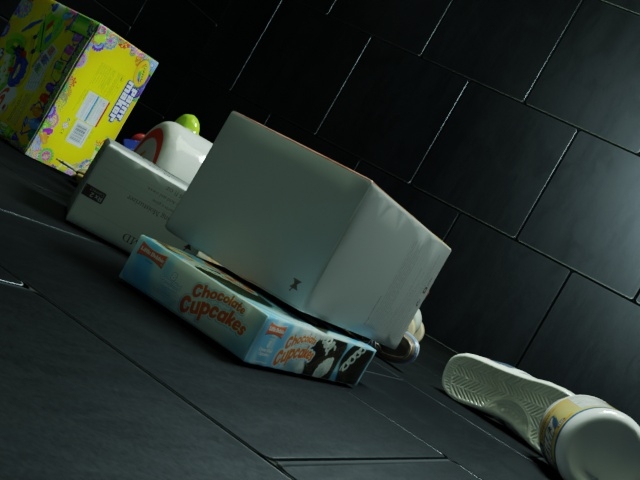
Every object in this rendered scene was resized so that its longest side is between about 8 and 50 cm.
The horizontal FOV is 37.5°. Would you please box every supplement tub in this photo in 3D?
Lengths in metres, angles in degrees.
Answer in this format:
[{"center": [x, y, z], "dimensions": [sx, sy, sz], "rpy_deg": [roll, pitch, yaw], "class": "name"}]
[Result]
[{"center": [0.439, 0.332, 1.546], "dimensions": [0.144, 0.144, 0.200], "rpy_deg": [30, 0, 1], "class": "supplement tub"}]

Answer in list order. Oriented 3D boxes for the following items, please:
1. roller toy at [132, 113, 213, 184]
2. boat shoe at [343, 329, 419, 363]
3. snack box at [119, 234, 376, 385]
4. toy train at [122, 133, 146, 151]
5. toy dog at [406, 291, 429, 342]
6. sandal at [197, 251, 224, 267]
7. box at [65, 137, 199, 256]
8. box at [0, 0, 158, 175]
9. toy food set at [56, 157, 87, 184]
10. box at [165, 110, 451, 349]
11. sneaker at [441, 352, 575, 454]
[{"center": [-0.236, -0.081, 1.536], "dimensions": [0.146, 0.209, 0.191], "rpy_deg": [29, 25, -28], "class": "roller toy"}, {"center": [0.106, 0.189, 1.821], "dimensions": [0.183, 0.066, 0.066], "rpy_deg": [17, -4, 43], "class": "boat shoe"}, {"center": [-0.074, 0.091, 1.120], "dimensions": [0.187, 0.060, 0.322], "rpy_deg": [29, 0, 26], "class": "snack box"}, {"center": [-0.241, -0.096, 1.697], "dimensions": [0.248, 0.143, 0.105], "rpy_deg": [9, 21, -16], "class": "toy train"}, {"center": [0.143, 0.141, 2.420], "dimensions": [0.334, 0.161, 0.220], "rpy_deg": [30, 0, -6], "class": "toy dog"}, {"center": [-0.191, -0.001, 1.599], "dimensions": [0.090, 0.060, 0.219], "rpy_deg": [21, 15, -22], "class": "sandal"}, {"center": [-0.251, -0.048, 1.332], "dimensions": [0.181, 0.119, 0.182], "rpy_deg": [30, 1, -17], "class": "box"}, {"center": [-0.537, -0.317, 1.928], "dimensions": [0.279, 0.290, 0.177], "rpy_deg": [31, 1, 37], "class": "box"}, {"center": [-0.416, -0.095, 1.789], "dimensions": [0.192, 0.038, 0.132], "rpy_deg": [20, -12, 40], "class": "toy food set"}, {"center": [0.000, 0.000, 1.224], "dimensions": [0.215, 0.168, 0.345], "rpy_deg": [29, -1, 26], "class": "box"}, {"center": [0.408, 0.318, 1.804], "dimensions": [0.350, 0.131, 0.148], "rpy_deg": [30, 5, 32], "class": "sneaker"}]
